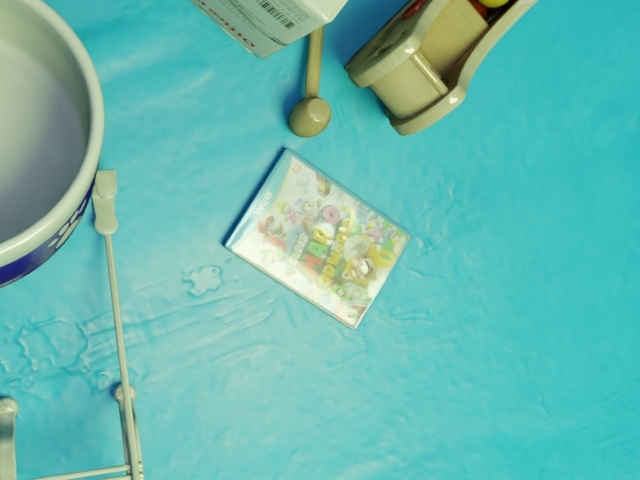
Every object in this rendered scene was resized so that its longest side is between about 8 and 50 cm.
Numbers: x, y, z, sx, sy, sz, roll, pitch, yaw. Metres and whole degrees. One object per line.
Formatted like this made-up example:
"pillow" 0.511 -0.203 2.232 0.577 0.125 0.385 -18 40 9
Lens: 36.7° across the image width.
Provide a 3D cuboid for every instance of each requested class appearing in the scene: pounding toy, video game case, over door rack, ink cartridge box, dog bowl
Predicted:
"pounding toy" 0.079 -0.204 0.926 0.269 0.154 0.155 -46 105 -10
"video game case" 0.000 0.000 0.987 0.166 0.015 0.119 34 84 -16
"over door rack" -0.287 0.106 0.867 0.240 0.108 0.324 -5 81 -17
"ink cartridge box" -0.058 -0.253 0.853 0.153 0.208 0.086 39 79 -17
"dog bowl" -0.315 -0.087 0.793 0.265 0.104 0.264 5 71 -14
